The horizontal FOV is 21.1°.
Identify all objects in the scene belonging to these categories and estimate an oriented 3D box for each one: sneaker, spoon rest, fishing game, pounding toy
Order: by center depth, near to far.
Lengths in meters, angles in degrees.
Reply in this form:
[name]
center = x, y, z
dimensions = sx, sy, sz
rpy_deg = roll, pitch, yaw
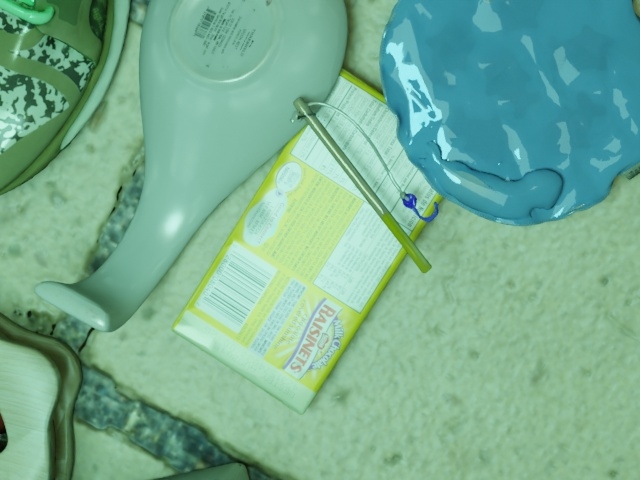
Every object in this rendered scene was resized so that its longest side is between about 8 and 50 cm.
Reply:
[sneaker]
center = -0.176, -0.213, 1.038
dimensions = 0.158, 0.182, 0.410
rpy_deg = 25, 97, 5
[fishing game]
center = 0.129, -0.103, 1.085
dimensions = 0.264, 0.041, 0.189
rpy_deg = -42, 93, -3
[pounding toy]
center = -0.290, 0.099, 1.095
dimensions = 0.269, 0.155, 0.154
rpy_deg = 26, 93, 3
[spoon rest]
center = -0.084, -0.070, 1.102
dimensions = 0.137, 0.084, 0.276
rpy_deg = 29, 86, 14

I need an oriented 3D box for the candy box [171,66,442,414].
[candy box]
center = 0.000, 0.000, 1.119
dimensions = 0.105, 0.027, 0.206
rpy_deg = 33, 98, 0

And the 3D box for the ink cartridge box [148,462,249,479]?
[ink cartridge box]
center = -0.149, 0.373, 1.102
dimensions = 0.285, 0.166, 0.395
rpy_deg = -12, 93, 7
